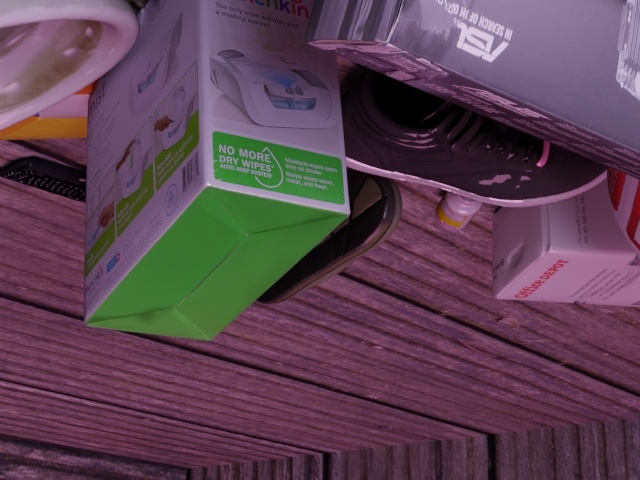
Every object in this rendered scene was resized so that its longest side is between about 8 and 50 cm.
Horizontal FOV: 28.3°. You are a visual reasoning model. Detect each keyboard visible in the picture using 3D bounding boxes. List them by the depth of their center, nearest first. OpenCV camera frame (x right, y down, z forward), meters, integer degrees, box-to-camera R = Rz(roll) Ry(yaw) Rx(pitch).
[{"bbox_3d":[-0.275,-0.053,1.484,0.192,0.038,0.100,17,155,-42],"label":"keyboard"}]

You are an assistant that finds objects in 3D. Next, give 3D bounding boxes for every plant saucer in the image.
[{"bbox_3d":[-0.339,-0.134,0.958,0.400,0.100,0.400,-21,180,0],"label":"plant saucer"}]

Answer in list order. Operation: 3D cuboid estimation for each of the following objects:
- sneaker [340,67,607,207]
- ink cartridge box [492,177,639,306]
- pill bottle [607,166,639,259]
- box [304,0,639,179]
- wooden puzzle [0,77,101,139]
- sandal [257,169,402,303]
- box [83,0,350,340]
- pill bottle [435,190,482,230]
[{"bbox_3d":[0.155,-0.105,1.203,0.295,0.104,0.147,7,166,-6],"label":"sneaker"},{"bbox_3d":[0.358,-0.001,1.492,0.273,0.115,0.198,4,161,-10],"label":"ink cartridge box"},{"bbox_3d":[0.361,-0.084,1.069,0.229,0.229,0.408,-2,162,8],"label":"pill bottle"},{"bbox_3d":[0.156,-0.178,0.714,0.307,0.242,0.076,17,178,-38],"label":"box"},{"bbox_3d":[-0.247,-0.140,1.211,0.238,0.044,0.221,3,162,-5],"label":"wooden puzzle"},{"bbox_3d":[0.001,0.001,1.525,0.086,0.120,0.303,-1,167,-43],"label":"sandal"},{"bbox_3d":[-0.099,-0.075,1.046,0.126,0.231,0.262,11,149,-26],"label":"box"},{"bbox_3d":[0.164,-0.044,1.483,0.043,0.043,0.083,3,161,-8],"label":"pill bottle"}]
